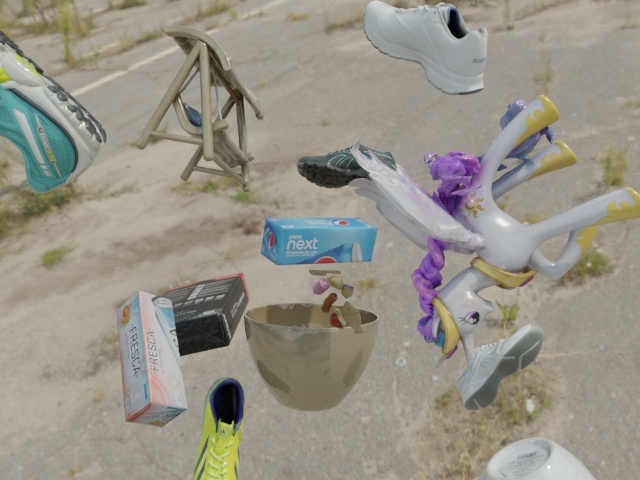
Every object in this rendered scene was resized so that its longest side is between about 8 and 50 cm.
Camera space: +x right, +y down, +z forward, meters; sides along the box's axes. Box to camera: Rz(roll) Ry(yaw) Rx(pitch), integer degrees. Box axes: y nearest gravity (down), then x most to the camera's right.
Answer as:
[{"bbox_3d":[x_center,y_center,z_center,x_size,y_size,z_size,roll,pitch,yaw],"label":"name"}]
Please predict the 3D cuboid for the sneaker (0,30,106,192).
[{"bbox_3d":[-0.361,-0.167,0.686,0.110,0.275,0.107,-45,5,-1],"label":"sneaker"}]

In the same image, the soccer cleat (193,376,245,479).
[{"bbox_3d":[-0.202,0.420,1.312,0.094,0.121,0.289,8,62,-15],"label":"soccer cleat"}]

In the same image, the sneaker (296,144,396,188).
[{"bbox_3d":[0.071,-0.198,1.720,0.268,0.101,0.106,8,62,0],"label":"sneaker"}]

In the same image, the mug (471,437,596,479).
[{"bbox_3d":[0.487,0.645,1.487,0.374,0.328,0.276,-23,5,44],"label":"mug"}]

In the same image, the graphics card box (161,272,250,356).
[{"bbox_3d":[-0.326,0.193,1.683,0.233,0.094,0.371,-12,11,4],"label":"graphics card box"}]

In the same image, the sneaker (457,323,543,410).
[{"bbox_3d":[0.231,0.157,0.859,0.054,0.152,0.061,21,30,-29],"label":"sneaker"}]

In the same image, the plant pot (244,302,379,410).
[{"bbox_3d":[-0.022,0.248,1.365,0.284,0.190,0.284,2,4,0],"label":"plant pot"}]

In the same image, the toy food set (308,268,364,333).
[{"bbox_3d":[0.025,0.093,1.025,0.078,0.122,0.019,0,31,30],"label":"toy food set"}]

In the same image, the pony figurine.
[{"bbox_3d":[0.222,-0.035,0.950,0.363,0.351,0.303,-40,-10,4],"label":"pony figurine"}]

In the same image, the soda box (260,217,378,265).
[{"bbox_3d":[0.000,0.000,1.192,0.210,0.071,0.067,-1,19,-33],"label":"soda box"}]

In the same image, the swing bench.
[{"bbox_3d":[-0.225,-0.260,1.318,0.165,0.254,0.253,11,-7,12],"label":"swing bench"}]

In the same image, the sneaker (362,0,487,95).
[{"bbox_3d":[0.197,-0.383,1.184,0.111,0.129,0.297,-26,52,-34],"label":"sneaker"}]

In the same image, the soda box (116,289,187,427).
[{"bbox_3d":[-0.238,0.163,0.903,0.058,0.063,0.183,-38,49,24],"label":"soda box"}]
